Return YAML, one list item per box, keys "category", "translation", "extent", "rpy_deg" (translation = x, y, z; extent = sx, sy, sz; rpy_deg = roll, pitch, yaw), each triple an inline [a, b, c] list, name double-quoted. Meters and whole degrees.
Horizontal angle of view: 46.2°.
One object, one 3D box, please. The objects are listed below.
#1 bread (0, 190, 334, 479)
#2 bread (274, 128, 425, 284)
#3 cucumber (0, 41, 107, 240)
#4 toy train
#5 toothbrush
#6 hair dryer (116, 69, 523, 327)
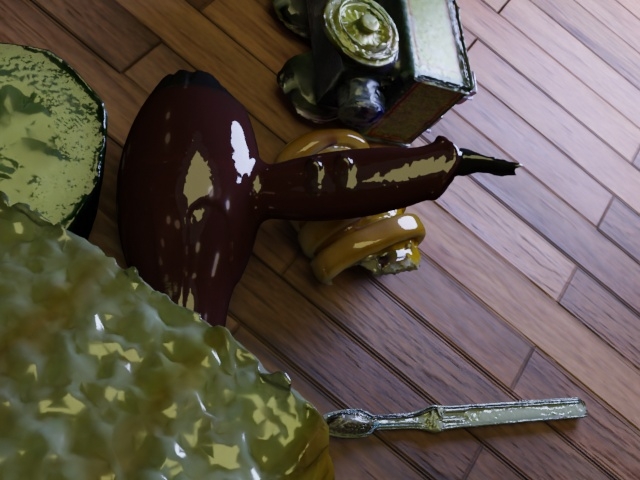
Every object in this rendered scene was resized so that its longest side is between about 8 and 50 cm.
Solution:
- category: "bread"
  translation: [-0.214, 0.135, 0.437]
  extent: [0.395, 0.264, 0.239]
  rpy_deg: [27, 54, 14]
- category: "bread"
  translation: [0.025, -0.033, 0.721]
  extent: [0.119, 0.084, 0.177]
  rpy_deg: [-19, 70, -28]
- category: "cucumber"
  translation: [-0.256, -0.052, 0.601]
  extent: [0.191, 0.130, 0.191]
  rpy_deg: [5, 70, -15]
- category: "toy train"
  translation: [0.050, -0.227, 0.798]
  extent: [0.177, 0.134, 0.261]
  rpy_deg: [7, 64, -28]
- category: "toothbrush"
  translation: [0.134, 0.165, 0.702]
  extent: [0.294, 0.028, 0.026]
  rpy_deg: [3, 66, -26]
- category: "hair dryer"
  translation: [0.000, 0.000, 0.619]
  extent: [0.340, 0.123, 0.313]
  rpy_deg: [-6, 74, 5]
